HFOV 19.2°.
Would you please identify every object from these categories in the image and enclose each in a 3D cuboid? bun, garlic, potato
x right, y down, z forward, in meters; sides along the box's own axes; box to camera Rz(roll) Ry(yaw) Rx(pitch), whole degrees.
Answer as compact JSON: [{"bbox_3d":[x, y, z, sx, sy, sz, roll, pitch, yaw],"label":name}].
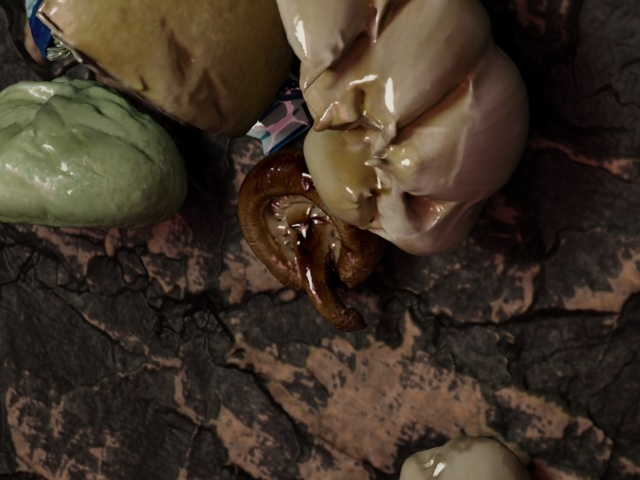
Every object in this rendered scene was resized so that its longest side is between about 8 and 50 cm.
[{"bbox_3d":[-0.222,-0.080,1.687,0.212,0.204,0.127,3,101,-1],"label":"bun"},{"bbox_3d":[0.068,-0.115,1.481,0.184,0.203,0.281,-3,115,14],"label":"garlic"},{"bbox_3d":[-0.079,-0.232,1.522,0.189,0.211,0.264,31,96,-2],"label":"potato"}]

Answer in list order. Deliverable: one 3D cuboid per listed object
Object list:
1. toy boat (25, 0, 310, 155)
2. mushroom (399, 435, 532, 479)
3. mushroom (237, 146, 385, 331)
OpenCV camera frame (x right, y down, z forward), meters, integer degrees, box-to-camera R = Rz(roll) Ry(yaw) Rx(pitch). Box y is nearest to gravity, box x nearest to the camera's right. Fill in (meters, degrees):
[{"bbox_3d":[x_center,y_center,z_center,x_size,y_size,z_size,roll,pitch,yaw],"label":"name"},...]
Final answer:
[{"bbox_3d":[-0.121,-0.193,1.661,0.291,0.067,0.220,42,102,-2],"label":"toy boat"},{"bbox_3d":[0.111,0.383,1.541,0.353,0.353,0.325,-1,123,31],"label":"mushroom"},{"bbox_3d":[0.001,0.000,1.628,0.135,0.080,0.171,-18,94,45],"label":"mushroom"}]
